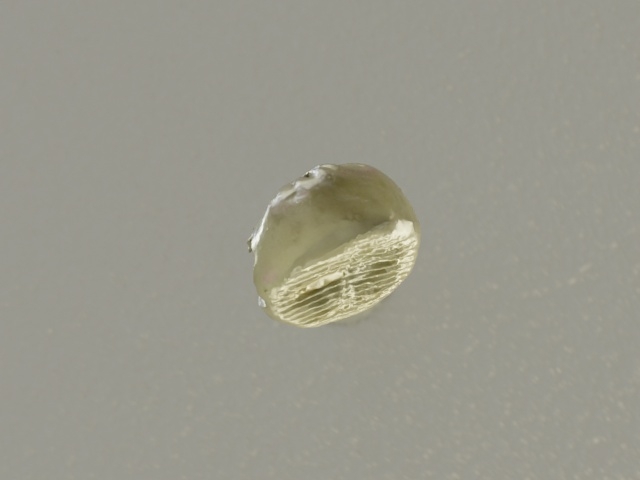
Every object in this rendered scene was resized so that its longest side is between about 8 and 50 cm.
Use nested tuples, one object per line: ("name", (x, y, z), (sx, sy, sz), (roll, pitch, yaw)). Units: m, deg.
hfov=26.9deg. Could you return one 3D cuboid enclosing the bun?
("bun", (0.000, 0.000, 1.381), (0.193, 0.178, 0.128), (-20, -122, -24))
